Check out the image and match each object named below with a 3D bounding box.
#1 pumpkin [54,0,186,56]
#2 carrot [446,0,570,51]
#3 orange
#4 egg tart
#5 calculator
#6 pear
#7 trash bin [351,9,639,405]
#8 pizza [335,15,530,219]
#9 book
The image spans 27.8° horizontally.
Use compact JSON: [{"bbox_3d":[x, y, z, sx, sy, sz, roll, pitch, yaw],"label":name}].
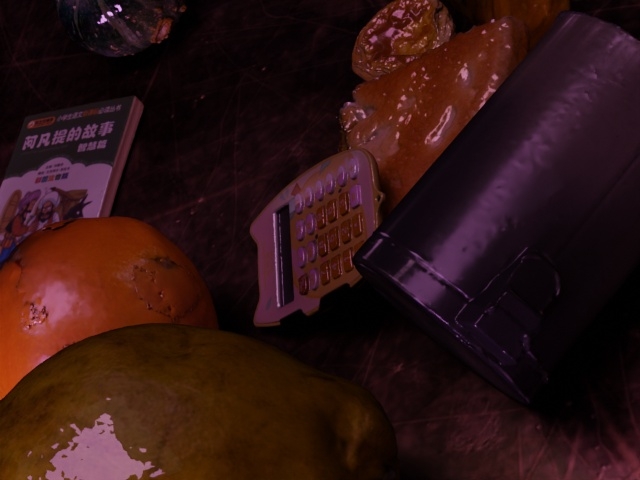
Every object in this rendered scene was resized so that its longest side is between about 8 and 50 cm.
[{"bbox_3d":[-0.266,-0.336,1.721,0.190,0.146,0.190,-8,78,43],"label":"pumpkin"},{"bbox_3d":[0.156,-0.322,1.444,0.114,0.114,0.302,-41,46,4],"label":"carrot"},{"bbox_3d":[-0.229,0.095,1.338,0.246,0.246,0.246,-18,52,25],"label":"orange"},{"bbox_3d":[0.096,-0.216,1.452,0.130,0.052,0.130,-17,52,23],"label":"egg tart"},{"bbox_3d":[0.000,0.000,1.318,0.236,0.033,0.157,-32,54,51],"label":"calculator"},{"bbox_3d":[-0.129,0.246,1.103,0.413,0.352,0.352,-13,51,3],"label":"pear"},{"bbox_3d":[0.200,-0.031,1.150,0.301,0.203,0.252,-50,10,-5],"label":"trash bin"},{"bbox_3d":[0.102,-0.109,1.353,0.228,0.081,0.289,23,82,47],"label":"pizza"},{"bbox_3d":[-0.343,-0.061,1.672,0.202,0.027,0.264,-6,58,33],"label":"book"}]
